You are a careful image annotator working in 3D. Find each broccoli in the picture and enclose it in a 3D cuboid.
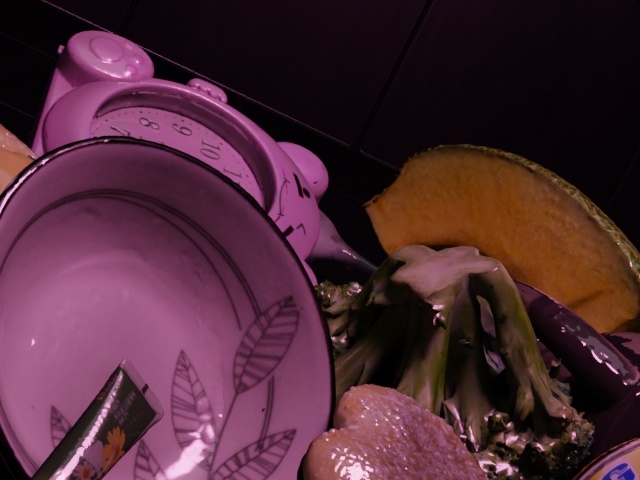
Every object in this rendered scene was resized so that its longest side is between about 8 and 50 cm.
[{"bbox_3d":[0.095,0.129,1.516,0.294,0.245,0.265,6,20,28],"label":"broccoli"}]

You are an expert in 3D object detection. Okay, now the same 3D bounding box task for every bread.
[{"bbox_3d":[0.082,0.229,1.236,0.286,0.056,0.207,54,29,11],"label":"bread"}]

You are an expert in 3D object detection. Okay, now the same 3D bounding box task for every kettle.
[{"bbox_3d":[0.273,0.165,1.713,0.321,0.228,0.324,49,-5,-16],"label":"kettle"}]

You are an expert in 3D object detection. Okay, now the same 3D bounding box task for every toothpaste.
[{"bbox_3d":[-0.160,0.150,1.117,0.049,0.031,0.204,56,40,-15],"label":"toothpaste"}]

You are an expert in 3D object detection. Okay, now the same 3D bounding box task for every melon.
[{"bbox_3d":[0.213,0.039,2.011,0.344,0.226,0.331,62,-14,24],"label":"melon"}]

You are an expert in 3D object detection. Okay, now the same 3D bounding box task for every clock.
[{"bbox_3d":[-0.149,-0.050,1.817,0.322,0.113,0.296,23,41,-15],"label":"clock"}]

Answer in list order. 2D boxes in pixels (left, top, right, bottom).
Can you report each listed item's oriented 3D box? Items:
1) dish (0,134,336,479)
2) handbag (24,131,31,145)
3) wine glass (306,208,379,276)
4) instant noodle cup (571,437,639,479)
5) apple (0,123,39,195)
[{"bbox_3d":[-0.138,0.088,1.261,0.316,0.316,0.106,19,-29,-36],"label":"dish"},{"bbox_3d":[-0.213,-0.077,2.009,0.213,0.127,0.235,7,9,-24],"label":"handbag"},{"bbox_3d":[0.000,0.000,2.122,0.309,0.096,0.264,29,-2,10],"label":"wine glass"},{"bbox_3d":[0.304,0.275,1.444,0.205,0.205,0.153,21,18,-26],"label":"instant noodle cup"},{"bbox_3d":[-0.219,0.057,1.376,0.265,0.120,0.193,43,34,-5],"label":"apple"}]
